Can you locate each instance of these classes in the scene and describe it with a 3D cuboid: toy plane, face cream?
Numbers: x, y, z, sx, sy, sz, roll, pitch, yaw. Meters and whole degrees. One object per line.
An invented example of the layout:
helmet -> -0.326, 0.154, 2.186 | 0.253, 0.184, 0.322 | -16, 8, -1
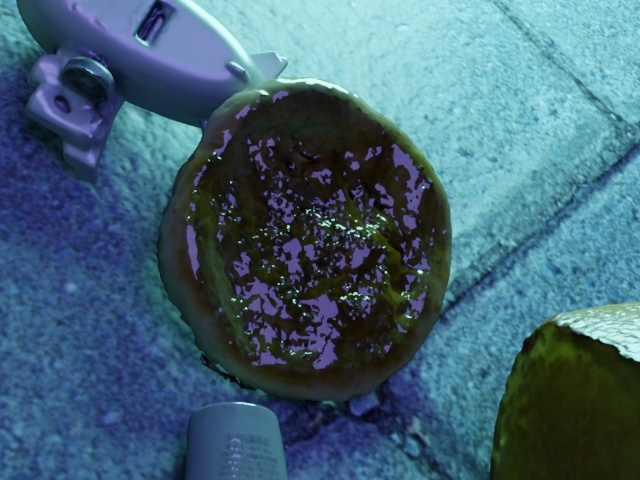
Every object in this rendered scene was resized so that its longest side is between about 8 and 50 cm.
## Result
toy plane -> -0.143, -0.155, 1.083 | 0.244, 0.117, 0.245 | 6, 69, -16
face cream -> -0.055, 0.211, 0.894 | 0.084, 0.057, 0.198 | 12, 53, -23

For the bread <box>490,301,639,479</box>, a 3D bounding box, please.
bread -> 0.246, 0.183, 0.955 | 0.172, 0.312, 0.312 | 5, 54, -18

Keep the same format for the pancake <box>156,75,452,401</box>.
pancake -> -0.001, 0.000, 1.053 | 0.282, 0.049, 0.282 | 8, 74, -30
